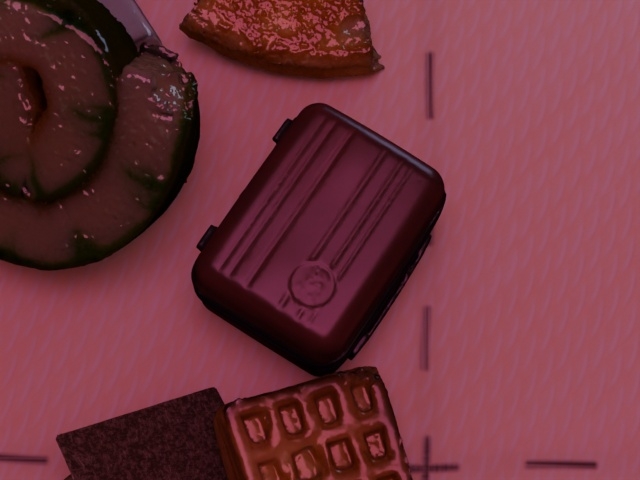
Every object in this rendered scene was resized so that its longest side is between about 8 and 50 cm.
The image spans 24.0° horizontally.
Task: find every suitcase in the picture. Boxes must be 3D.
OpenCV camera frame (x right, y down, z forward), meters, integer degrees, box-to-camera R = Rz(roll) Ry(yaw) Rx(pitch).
[{"bbox_3d":[0.000,0.000,1.888,0.236,0.161,0.297,32,73,9],"label":"suitcase"}]

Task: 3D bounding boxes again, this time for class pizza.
[{"bbox_3d":[-0.019,-0.357,2.052,0.279,0.075,0.288,19,76,-2],"label":"pizza"}]

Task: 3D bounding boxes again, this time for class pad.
[{"bbox_3d":[-0.188,0.273,1.817,0.235,0.003,0.158,-15,70,-37],"label":"pad"}]

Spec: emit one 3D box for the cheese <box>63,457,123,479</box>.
[{"bbox_3d":[-0.258,0.358,1.801,0.175,0.091,0.203,-3,71,-5],"label":"cheese"}]

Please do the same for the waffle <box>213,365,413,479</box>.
[{"bbox_3d":[0.012,0.329,1.805,0.224,0.098,0.328,-14,75,-13],"label":"waffle"}]

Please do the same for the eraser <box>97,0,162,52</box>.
[{"bbox_3d":[-0.359,-0.321,2.009,0.189,0.104,0.290,-34,75,6],"label":"eraser"}]

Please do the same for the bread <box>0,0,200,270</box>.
[{"bbox_3d":[-0.332,-0.150,1.867,0.381,0.129,0.366,-11,100,10],"label":"bread"}]
